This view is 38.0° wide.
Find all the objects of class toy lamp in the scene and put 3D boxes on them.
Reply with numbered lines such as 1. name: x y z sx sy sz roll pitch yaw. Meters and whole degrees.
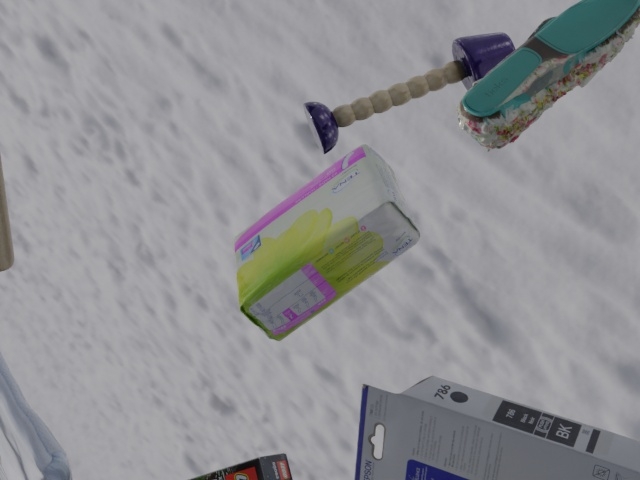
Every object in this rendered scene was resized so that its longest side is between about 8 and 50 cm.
1. toy lamp: 0.117 -0.193 1.185 0.080 0.274 0.080 156 90 -87

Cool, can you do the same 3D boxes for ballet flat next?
1. ballet flat: 0.250 -0.184 1.013 0.091 0.241 0.077 53 177 41

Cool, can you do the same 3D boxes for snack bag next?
1. snack bag: -0.250 0.106 0.701 0.342 0.037 0.323 49 149 28

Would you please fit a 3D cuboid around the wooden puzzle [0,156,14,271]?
1. wooden puzzle: -0.511 -0.047 1.182 0.044 0.238 0.221 14 112 49

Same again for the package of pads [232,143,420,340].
1. package of pads: 0.000 0.000 1.459 0.101 0.296 0.229 47 -167 -28

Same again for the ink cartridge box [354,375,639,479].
1. ink cartridge box: 0.205 0.267 1.102 0.332 0.065 0.165 16 121 20

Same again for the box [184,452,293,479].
1. box: -0.075 0.309 0.761 0.159 0.044 0.233 -24 72 26
